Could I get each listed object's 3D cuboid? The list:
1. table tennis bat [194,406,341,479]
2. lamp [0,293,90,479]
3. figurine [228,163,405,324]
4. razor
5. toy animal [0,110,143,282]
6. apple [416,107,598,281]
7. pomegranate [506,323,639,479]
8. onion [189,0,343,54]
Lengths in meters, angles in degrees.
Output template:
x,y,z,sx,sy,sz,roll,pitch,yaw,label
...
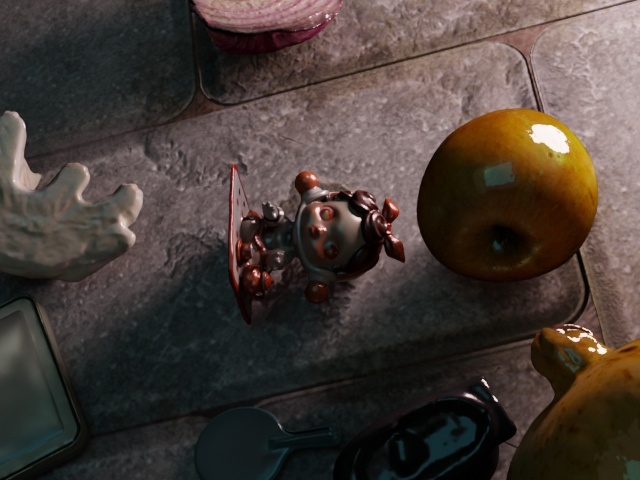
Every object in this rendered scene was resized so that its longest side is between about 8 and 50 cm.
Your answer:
x,y,z,sx,sy,sz,roll,pitch,yaw,label
-0.069,0.267,1.741,0.201,0.033,0.124,-13,59,12,table tennis bat
-0.477,0.235,1.872,0.269,0.047,0.266,-27,56,-1,lamp
0.000,0.000,1.821,0.226,0.160,0.183,-4,60,5,figurine
0.114,0.246,1.519,0.204,0.349,0.113,-28,73,-4,razor
-0.413,-0.054,1.984,0.308,0.188,0.266,-12,78,-4,toy animal
0.242,-0.060,1.741,0.237,0.237,0.207,-5,42,14,apple
0.364,0.252,1.408,0.410,0.410,0.410,-7,58,12,pomegranate
-0.091,-0.363,2.089,0.247,0.111,0.250,-6,45,-13,onion
